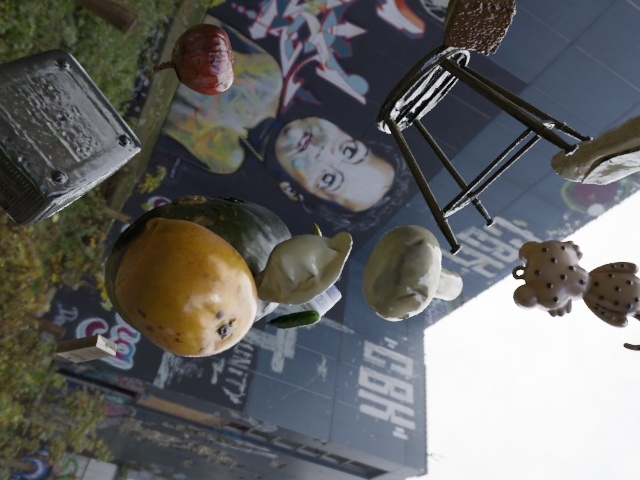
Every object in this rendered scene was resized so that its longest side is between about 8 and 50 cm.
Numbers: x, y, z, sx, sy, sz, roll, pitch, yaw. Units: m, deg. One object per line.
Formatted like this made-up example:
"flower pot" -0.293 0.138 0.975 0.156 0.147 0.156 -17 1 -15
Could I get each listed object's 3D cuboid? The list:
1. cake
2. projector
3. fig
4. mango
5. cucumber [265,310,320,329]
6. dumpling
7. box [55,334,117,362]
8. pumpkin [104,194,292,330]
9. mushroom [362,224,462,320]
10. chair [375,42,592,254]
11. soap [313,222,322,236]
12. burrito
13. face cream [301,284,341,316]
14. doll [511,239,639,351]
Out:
"cake" 0.360 -0.530 1.174 0.134 0.135 0.147 104 -6 -59
"projector" -0.807 -0.309 1.495 0.242 0.395 0.405 -24 -161 36
"fig" -0.223 -0.341 0.949 0.128 0.151 0.128 -62 178 -4
"mango" -0.191 0.068 0.720 0.159 0.191 0.290 -59 -153 -14
"cucumber" -0.060 0.182 1.174 0.155 0.037 0.037 -14 -132 32
"dumpling" -0.043 0.065 1.013 0.166 0.216 0.126 -88 175 -57
"box" -0.406 0.188 0.889 0.053 0.084 0.024 61 22 -55
"pumpkin" -0.285 0.059 1.252 0.454 0.455 0.343 -174 -110 -72
"mushroom" 0.270 0.095 1.648 0.315 0.315 0.356 -58 163 23
"chair" 0.384 -0.267 1.318 0.364 0.410 0.362 -47 167 32
"soap" 0.000 0.000 1.124 0.012 0.089 0.034 -22 -145 -6
"burrito" 0.697 -0.214 1.177 0.299 0.144 0.105 149 -49 -65
"face cream" -0.045 0.139 1.579 0.111 0.206 0.206 -44 -165 -11
"doll" 0.497 0.092 0.947 0.154 0.278 0.119 -66 162 -6
